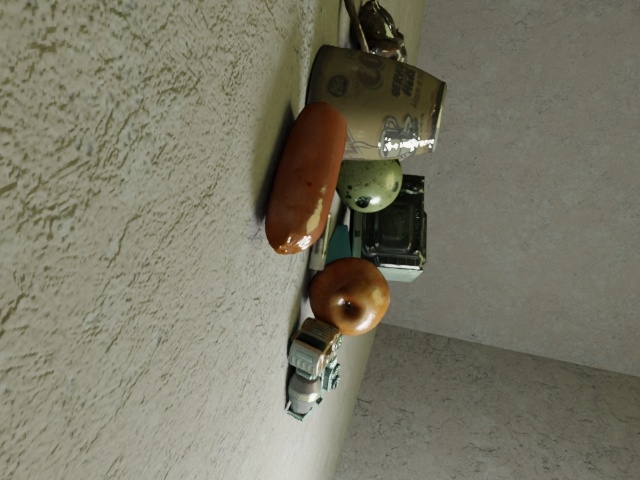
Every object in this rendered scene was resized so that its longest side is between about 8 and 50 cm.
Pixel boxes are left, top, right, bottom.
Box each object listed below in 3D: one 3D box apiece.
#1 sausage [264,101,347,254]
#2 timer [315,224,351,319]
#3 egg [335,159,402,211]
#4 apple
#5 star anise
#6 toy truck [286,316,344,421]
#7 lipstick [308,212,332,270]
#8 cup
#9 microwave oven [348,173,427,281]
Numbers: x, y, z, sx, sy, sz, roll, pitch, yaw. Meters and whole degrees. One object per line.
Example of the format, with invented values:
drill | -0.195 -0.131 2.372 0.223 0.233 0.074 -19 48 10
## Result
sausage | -0.026 -0.098 0.922 0.113 0.113 0.259 73 29 -67
timer | 0.040 0.101 1.587 0.250 0.091 0.232 -85 177 -57
egg | 0.121 -0.177 1.410 0.177 0.177 0.228 88 6 -48
apple | 0.070 0.138 1.345 0.162 0.201 0.201 -86 -175 -81
star anise | 0.134 -0.470 1.352 0.316 0.139 0.359 -82 149 -51
toy truck | -0.024 0.319 1.331 0.140 0.108 0.256 -48 153 -44
lipstick | 0.000 0.000 1.310 0.040 0.040 0.141 -31 131 -75
cup | 0.125 -0.266 1.151 0.301 0.257 0.227 -43 145 -75
microwave oven | 0.196 -0.043 1.641 0.181 0.237 0.295 99 -5 -74
